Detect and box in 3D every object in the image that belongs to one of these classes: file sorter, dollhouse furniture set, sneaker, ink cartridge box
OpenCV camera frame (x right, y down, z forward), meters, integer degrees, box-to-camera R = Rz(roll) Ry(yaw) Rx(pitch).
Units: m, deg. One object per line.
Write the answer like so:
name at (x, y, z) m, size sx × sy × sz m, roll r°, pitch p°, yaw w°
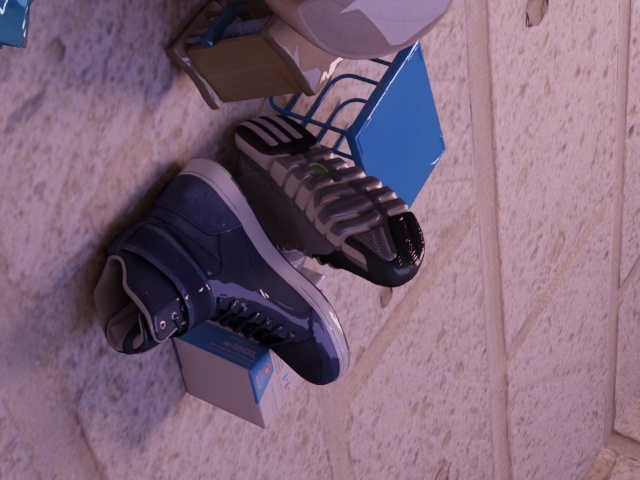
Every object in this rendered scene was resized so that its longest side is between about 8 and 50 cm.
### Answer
file sorter at (0.035, -0.105, 1.416) m, size 0.118 × 0.104 × 0.170 m, roll -57°, pitch 152°, yaw -22°
dollhouse furniture set at (-0.062, -0.215, 1.163) m, size 0.184 × 0.129 × 0.129 m, roll 52°, pitch 57°, yaw -28°
sneaker at (-0.085, 0.067, 1.249) m, size 0.226 × 0.086 × 0.163 m, roll 52°, pitch 51°, yaw -14°
sneaker at (0.000, 0.000, 1.306) m, size 0.086 × 0.229 × 0.132 m, roll -14°, pitch 133°, yaw -34°
ink cartridge box at (-0.054, 0.080, 1.400) m, size 0.143 × 0.090 × 0.092 m, roll -52°, pitch 150°, yaw -31°

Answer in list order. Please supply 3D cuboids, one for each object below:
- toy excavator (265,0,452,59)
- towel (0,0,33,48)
toy excavator at (0.043, -0.402, 0.991) m, size 0.445 × 0.222 × 0.433 m, roll -44°, pitch 122°, yaw 1°
towel at (-0.186, -0.289, 0.851) m, size 0.271 × 0.040 × 0.370 m, roll 4°, pitch 114°, yaw -64°
